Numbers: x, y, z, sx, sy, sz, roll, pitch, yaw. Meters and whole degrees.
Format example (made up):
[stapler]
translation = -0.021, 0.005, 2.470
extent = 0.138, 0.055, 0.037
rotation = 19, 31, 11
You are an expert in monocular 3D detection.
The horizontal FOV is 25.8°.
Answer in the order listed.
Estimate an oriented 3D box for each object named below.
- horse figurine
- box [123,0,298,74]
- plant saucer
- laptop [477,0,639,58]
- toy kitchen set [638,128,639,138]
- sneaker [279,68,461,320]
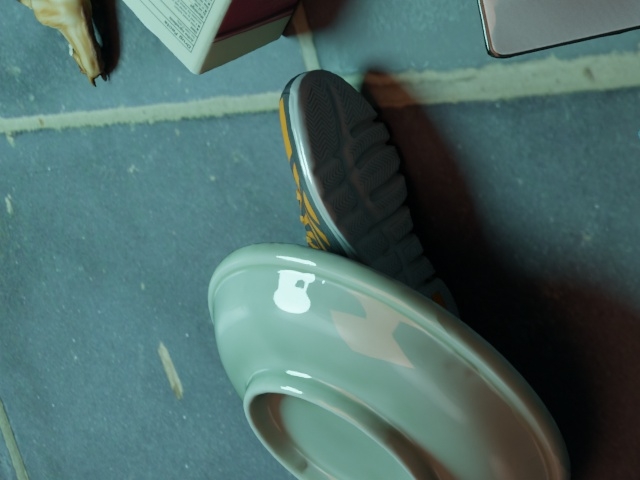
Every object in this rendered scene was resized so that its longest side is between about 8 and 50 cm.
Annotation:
[horse figurine]
translation = -0.280, -0.308, 1.500
extent = 0.174, 0.066, 0.263
rotation = 48, 140, 21
[box]
translation = -0.082, -0.293, 1.271
extent = 0.148, 0.127, 0.232
rotation = 47, 137, 14
[plant saucer]
translation = 0.039, 0.172, 1.331
extent = 0.400, 0.100, 0.400
rotation = 27, 150, 17
[laptop]
translation = 0.240, -0.334, 0.791
extent = 0.408, 0.236, 0.382
rotation = -11, 93, 17
[toy kitchen set]
translation = 0.308, 0.000, 1.030
extent = 0.122, 0.166, 0.207
rotation = -29, 92, 48
[sneaker]
translation = 0.000, 0.000, 1.359
extent = 0.180, 0.124, 0.321
rotation = -11, 105, 45
